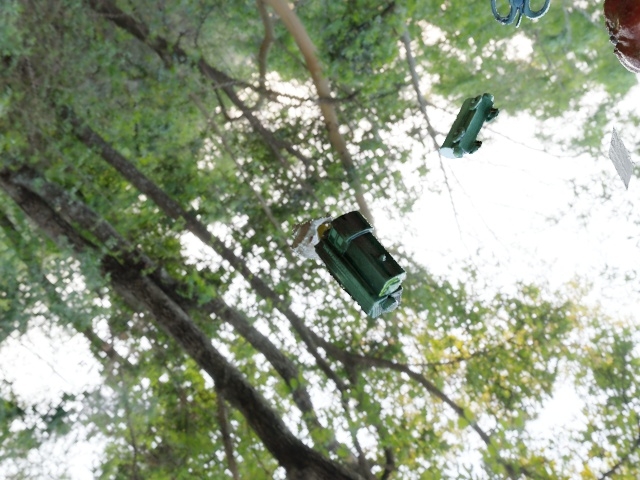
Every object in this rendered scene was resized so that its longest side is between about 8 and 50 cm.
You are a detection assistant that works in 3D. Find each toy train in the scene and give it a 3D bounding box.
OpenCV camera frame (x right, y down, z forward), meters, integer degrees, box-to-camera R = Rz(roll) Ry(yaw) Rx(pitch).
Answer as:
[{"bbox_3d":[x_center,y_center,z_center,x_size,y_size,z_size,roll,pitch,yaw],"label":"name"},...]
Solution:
[{"bbox_3d":[0.122,0.063,1.915,0.139,0.330,0.178,-22,150,-33],"label":"toy train"},{"bbox_3d":[0.480,-0.371,2.117,0.248,0.101,0.159,-60,-161,-13],"label":"toy train"}]

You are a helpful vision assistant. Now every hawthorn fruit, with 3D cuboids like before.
[{"bbox_3d":[0.969,-0.630,1.793,0.331,0.287,0.287,-23,-154,15],"label":"hawthorn fruit"}]

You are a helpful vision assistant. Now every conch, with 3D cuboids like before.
[{"bbox_3d":[0.000,0.000,2.269,0.178,0.245,0.163,-40,-154,23],"label":"conch"}]

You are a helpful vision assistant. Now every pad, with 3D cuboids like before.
[{"bbox_3d":[0.752,-0.204,1.617,0.004,0.193,0.116,-22,-113,13],"label":"pad"}]

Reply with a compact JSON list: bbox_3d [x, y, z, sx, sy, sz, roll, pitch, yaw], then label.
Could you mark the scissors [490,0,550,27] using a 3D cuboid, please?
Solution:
[{"bbox_3d":[0.631,-0.860,1.988,0.180,0.392,0.032,9,-165,21],"label":"scissors"}]
